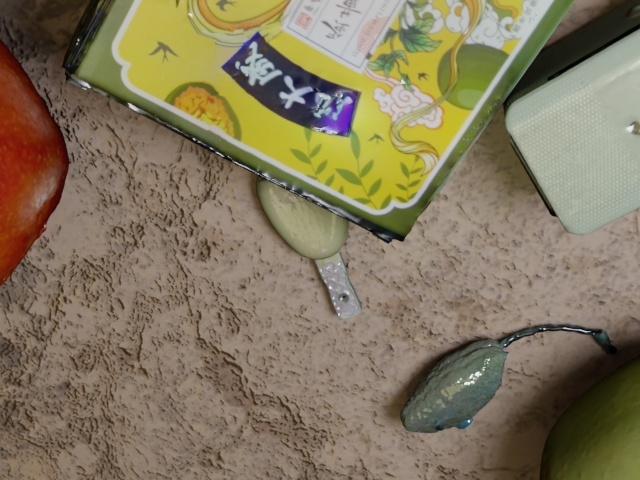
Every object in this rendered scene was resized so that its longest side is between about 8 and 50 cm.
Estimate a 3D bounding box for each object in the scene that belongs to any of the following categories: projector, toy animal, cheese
[{"bbox_3d":[0.304,-0.135,1.075,0.242,0.177,0.163,-30,105,17],"label":"projector"},{"bbox_3d":[0.201,0.142,1.254,0.253,0.070,0.079,-28,139,3],"label":"toy animal"},{"bbox_3d":[0.000,0.000,1.234,0.097,0.037,0.192,-18,105,14],"label":"cheese"}]

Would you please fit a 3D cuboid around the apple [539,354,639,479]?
[{"bbox_3d":[0.401,0.257,1.117,0.357,0.357,0.357,2,110,6],"label":"apple"}]

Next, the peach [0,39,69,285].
[{"bbox_3d":[-0.445,-0.084,1.103,0.388,0.388,0.388,2,110,6],"label":"peach"}]

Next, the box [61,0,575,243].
[{"bbox_3d":[0.024,-0.253,1.027,0.373,0.138,0.420,26,113,-19],"label":"box"}]
